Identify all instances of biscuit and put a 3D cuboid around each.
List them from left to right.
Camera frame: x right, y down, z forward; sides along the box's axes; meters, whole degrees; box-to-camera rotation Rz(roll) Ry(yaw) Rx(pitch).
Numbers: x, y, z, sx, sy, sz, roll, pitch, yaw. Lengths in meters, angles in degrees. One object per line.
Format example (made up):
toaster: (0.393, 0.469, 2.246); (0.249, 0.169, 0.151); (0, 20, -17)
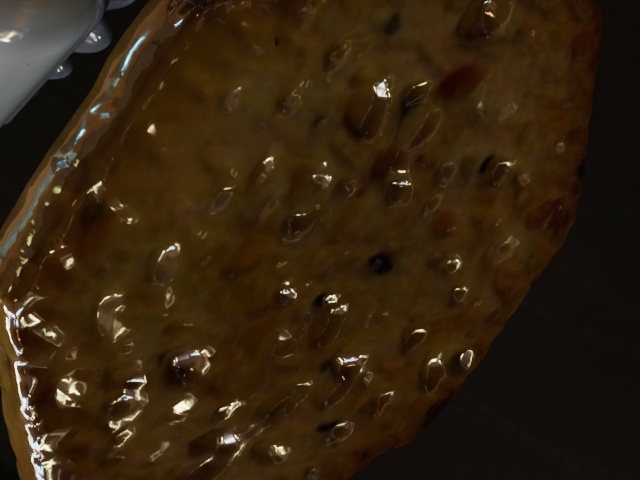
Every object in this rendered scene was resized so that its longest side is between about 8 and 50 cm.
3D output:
biscuit: (-0.001, 0.000, 0.693); (0.046, 0.359, 0.359); (41, 113, 38)

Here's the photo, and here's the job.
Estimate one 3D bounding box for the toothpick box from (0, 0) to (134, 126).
toothpick box: (-0.268, -0.171, 1.041); (0.316, 0.229, 0.229); (-34, 93, 42)
